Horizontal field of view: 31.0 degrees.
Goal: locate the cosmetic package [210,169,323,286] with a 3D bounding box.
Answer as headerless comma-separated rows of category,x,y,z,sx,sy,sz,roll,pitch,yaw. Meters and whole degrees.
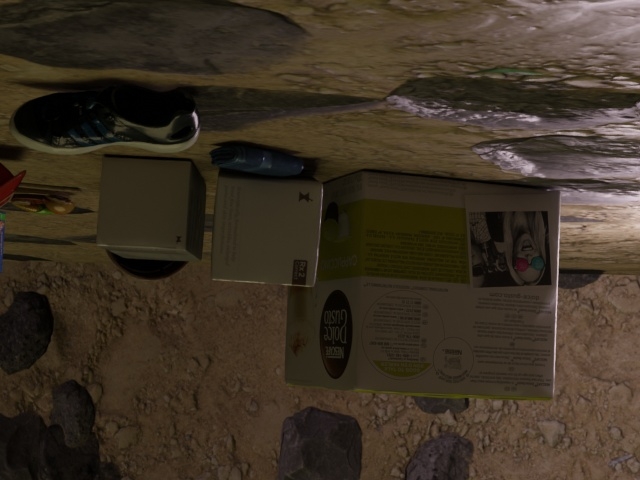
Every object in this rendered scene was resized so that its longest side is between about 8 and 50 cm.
cosmetic package,-0.082,-0.021,1.697,0.151,0.151,0.184,4,-175,-5

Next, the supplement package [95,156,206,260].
supplement package,-0.256,-0.044,1.786,0.139,0.134,0.244,3,175,-1

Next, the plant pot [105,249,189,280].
plant pot,-0.312,-0.021,2.006,0.167,0.167,0.165,5,-178,-22

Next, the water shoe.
water shoe,-0.229,-0.140,1.223,0.203,0.073,0.080,0,153,-5

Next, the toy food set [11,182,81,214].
toy food set,-0.517,-0.072,2.126,0.132,0.038,0.192,5,174,-22

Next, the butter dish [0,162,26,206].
butter dish,-0.524,-0.083,1.680,0.160,0.118,0.160,-39,-173,-18

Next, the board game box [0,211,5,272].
board game box,-0.787,0.003,2.540,0.201,0.136,0.035,-1,174,25

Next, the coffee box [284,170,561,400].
coffee box,0.154,0.085,1.876,0.338,0.334,0.337,5,174,-19

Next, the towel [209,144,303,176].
towel,-0.085,-0.110,1.565,0.119,0.029,0.067,8,172,-40
